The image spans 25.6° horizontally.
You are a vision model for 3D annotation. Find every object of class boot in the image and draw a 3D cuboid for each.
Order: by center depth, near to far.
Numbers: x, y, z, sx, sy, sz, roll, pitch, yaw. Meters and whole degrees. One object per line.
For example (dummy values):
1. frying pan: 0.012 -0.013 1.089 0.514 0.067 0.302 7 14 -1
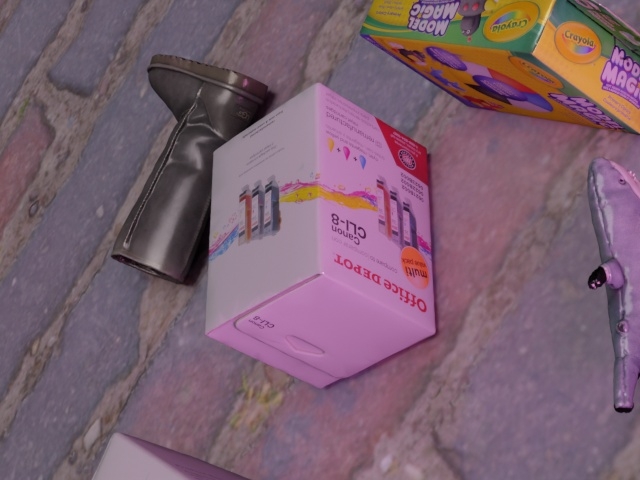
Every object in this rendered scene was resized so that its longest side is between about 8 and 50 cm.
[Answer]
1. boot: -0.146 -0.071 1.368 0.190 0.076 0.208 20 90 56

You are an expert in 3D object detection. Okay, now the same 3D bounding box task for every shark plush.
1. shark plush: 0.185 0.030 0.886 0.073 0.067 0.161 -5 63 49

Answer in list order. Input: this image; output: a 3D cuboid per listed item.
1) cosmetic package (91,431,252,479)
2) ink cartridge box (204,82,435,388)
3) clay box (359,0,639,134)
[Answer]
1. cosmetic package: -0.078 0.248 0.991 0.184 0.151 0.151 18 82 55
2. ink cartridge box: 0.000 0.000 1.081 0.127 0.128 0.176 -29 48 37
3. clay box: 0.143 -0.130 0.994 0.222 0.127 0.053 20 83 55
